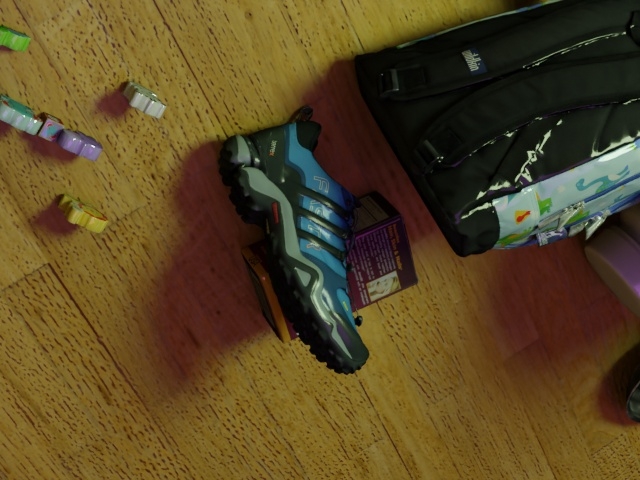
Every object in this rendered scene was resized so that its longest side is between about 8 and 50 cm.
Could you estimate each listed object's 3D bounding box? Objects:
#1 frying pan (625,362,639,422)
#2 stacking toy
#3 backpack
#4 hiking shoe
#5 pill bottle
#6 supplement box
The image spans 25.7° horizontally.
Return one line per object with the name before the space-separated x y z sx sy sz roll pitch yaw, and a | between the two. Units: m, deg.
frying pan | 0.496 0.157 1.950 0.197 0.053 0.326 -30 144 1
stacking toy | -0.294 -0.118 1.507 0.221 0.052 0.167 23 104 -31
backpack | 0.264 -0.141 1.603 0.356 0.290 0.273 -30 144 2
hiking shoe | 0.000 0.000 1.587 0.132 0.113 0.304 -23 85 -15
pill bottle | 0.499 -0.029 1.842 0.283 0.161 0.161 -39 124 -2
supplement box | 0.013 0.031 1.703 0.188 0.081 0.104 -24 122 -11
